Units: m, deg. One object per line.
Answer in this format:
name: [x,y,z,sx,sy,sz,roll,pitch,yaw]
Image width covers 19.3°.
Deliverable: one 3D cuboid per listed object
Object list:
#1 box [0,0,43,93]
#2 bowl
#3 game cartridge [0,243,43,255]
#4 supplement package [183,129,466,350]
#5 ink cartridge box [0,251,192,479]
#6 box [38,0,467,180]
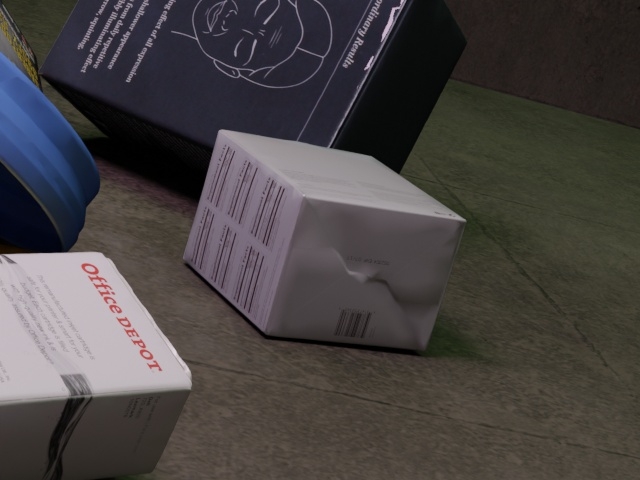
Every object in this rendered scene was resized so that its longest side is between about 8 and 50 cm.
box: [-0.386,-0.230,2.131,0.056,0.231,0.183,-25,40,4]
bowl: [-0.363,-0.135,1.712,0.391,0.077,0.391,34,-15,11]
game cartridge: [-0.337,0.060,1.502,0.285,0.053,0.324,12,18,-20]
supplement package: [0.000,0.000,1.903,0.194,0.149,0.203,9,16,-31]
ink cartridge box: [-0.224,0.090,1.310,0.219,0.093,0.160,0,38,-38]
box: [-0.077,-0.219,2.245,0.395,0.293,0.212,24,-10,25]
